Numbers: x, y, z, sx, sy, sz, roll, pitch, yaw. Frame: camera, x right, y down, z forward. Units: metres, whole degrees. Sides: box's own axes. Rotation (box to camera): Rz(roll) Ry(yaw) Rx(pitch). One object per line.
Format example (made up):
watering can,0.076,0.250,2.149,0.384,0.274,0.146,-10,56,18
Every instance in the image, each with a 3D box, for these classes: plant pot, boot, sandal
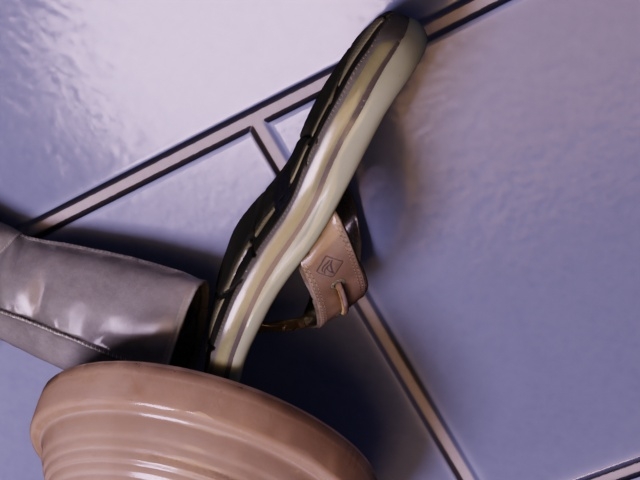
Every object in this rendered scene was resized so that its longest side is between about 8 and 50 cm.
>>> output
plant pot,-0.089,0.183,0.984,0.237,0.109,0.237,13,151,7
boot,-0.193,0.075,1.045,0.209,0.076,0.189,20,117,4
sandal,0.001,0.000,0.942,0.086,0.120,0.302,25,118,-13
